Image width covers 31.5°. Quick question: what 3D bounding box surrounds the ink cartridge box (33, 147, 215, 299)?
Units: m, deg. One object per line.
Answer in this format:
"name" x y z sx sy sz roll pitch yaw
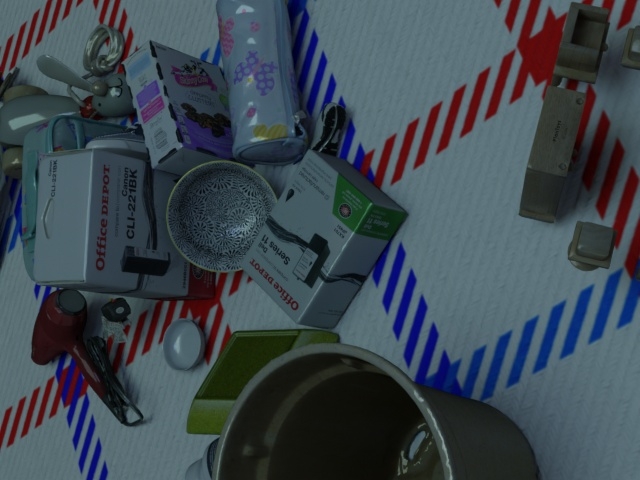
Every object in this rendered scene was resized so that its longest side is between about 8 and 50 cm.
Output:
"ink cartridge box" -0.287 -0.017 1.718 0.114 0.273 0.197 -4 81 38

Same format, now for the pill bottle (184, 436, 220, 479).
"pill bottle" -0.106 0.320 1.628 0.180 0.108 0.108 -33 64 29

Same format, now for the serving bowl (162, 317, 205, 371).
"serving bowl" -0.210 0.165 1.785 0.083 0.027 0.083 -7 78 36

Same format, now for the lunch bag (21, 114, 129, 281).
"lunch bag" -0.372 -0.054 1.820 0.108 0.224 0.279 -15 74 38

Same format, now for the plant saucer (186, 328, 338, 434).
"plant saucer" -0.092 0.189 1.610 0.188 0.045 0.188 -5 40 37

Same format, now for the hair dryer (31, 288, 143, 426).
"hair dryer" -0.406 0.190 1.884 0.293 0.080 0.223 7 103 49

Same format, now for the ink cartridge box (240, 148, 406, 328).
"ink cartridge box" 0.000 0.000 1.610 0.153 0.087 0.208 42 109 35

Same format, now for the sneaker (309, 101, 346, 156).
"sneaker" 0.007 -0.152 1.667 0.109 0.040 0.044 -67 22 16

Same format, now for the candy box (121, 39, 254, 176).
"candy box" -0.204 -0.193 1.751 0.070 0.165 0.196 -33 64 29

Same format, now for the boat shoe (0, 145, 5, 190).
"boat shoe" -0.650 -0.076 2.088 0.099 0.116 0.319 22 114 47

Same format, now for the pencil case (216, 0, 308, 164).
"pencil case" -0.087 -0.248 1.699 0.124 0.113 0.273 -36 58 56

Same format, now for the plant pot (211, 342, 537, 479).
"plant pot" 0.095 0.298 1.350 0.334 0.305 0.334 -8 77 37

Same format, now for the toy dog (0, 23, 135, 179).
"toy dog" -0.476 -0.230 1.971 0.334 0.161 0.220 -38 62 27

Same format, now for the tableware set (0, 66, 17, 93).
"tableware set" -0.639 -0.239 2.130 0.194 0.039 0.128 -55 16 18

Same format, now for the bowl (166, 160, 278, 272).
"bowl" -0.145 -0.042 1.718 0.170 0.080 0.170 -1 103 -3

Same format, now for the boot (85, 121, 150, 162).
"boot" -0.282 -0.166 1.805 0.069 0.190 0.086 -41 53 54

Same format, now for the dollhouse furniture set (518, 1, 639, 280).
"dollhouse furniture set" 0.425 -0.081 1.325 0.355 0.174 0.303 13 77 10
